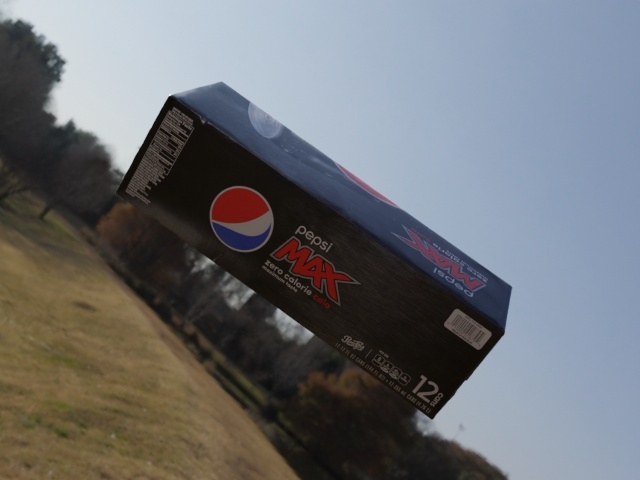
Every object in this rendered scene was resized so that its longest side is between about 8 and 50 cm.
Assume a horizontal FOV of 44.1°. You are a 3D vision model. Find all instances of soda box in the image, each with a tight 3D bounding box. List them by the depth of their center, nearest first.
[{"bbox_3d":[0.000,0.000,0.350,0.169,0.053,0.060,36,23,3],"label":"soda box"}]
